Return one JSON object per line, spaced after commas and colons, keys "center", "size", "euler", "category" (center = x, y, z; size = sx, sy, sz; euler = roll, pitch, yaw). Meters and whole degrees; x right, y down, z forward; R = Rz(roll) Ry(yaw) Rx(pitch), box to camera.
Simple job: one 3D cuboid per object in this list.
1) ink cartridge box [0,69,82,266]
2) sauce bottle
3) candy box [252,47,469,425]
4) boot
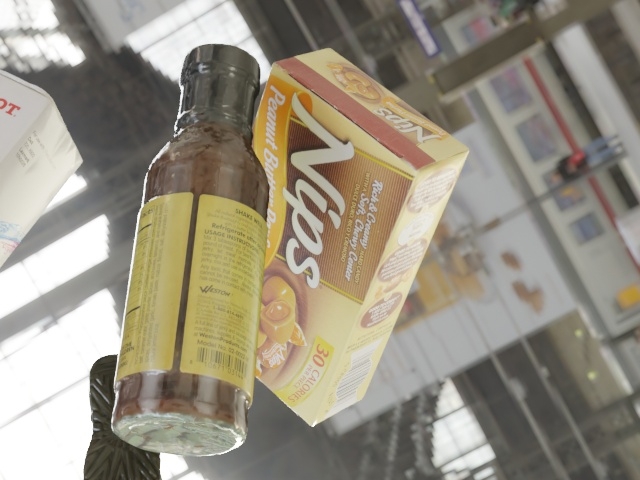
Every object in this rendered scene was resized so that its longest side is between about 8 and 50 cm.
{"center": [-0.398, -0.043, 1.345], "size": [0.201, 0.278, 0.117], "euler": [26, 158, 23], "category": "ink cartridge box"}
{"center": [-0.095, -0.001, 1.124], "size": [0.111, 0.111, 0.345], "euler": [47, -138, -53], "category": "sauce bottle"}
{"center": [0.000, 0.000, 1.323], "size": [0.183, 0.317, 0.087], "euler": [39, -143, 25], "category": "candy box"}
{"center": [-0.189, 0.230, 1.346], "size": [0.208, 0.076, 0.190], "euler": [101, 168, -53], "category": "boot"}
